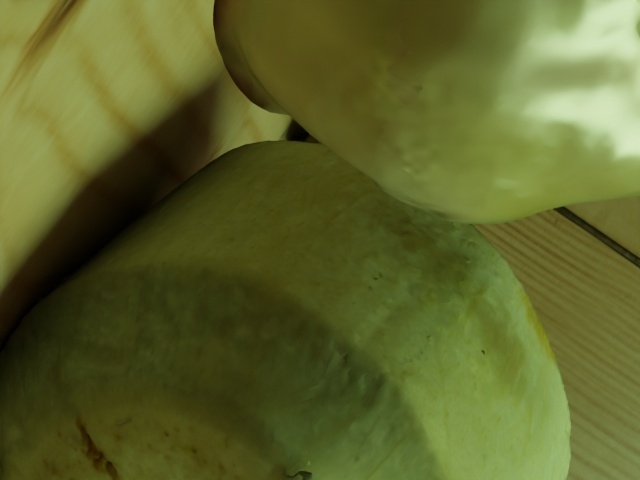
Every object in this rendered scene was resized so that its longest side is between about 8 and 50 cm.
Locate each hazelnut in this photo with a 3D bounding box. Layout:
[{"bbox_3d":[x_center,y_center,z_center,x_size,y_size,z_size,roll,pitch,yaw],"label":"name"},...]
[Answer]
[{"bbox_3d":[0.083,-0.130,0.600,0.261,0.261,0.241,-54,175,-17],"label":"hazelnut"}]

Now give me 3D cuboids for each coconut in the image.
[{"bbox_3d":[-0.022,0.105,0.892,0.323,0.323,0.323,-54,175,-8],"label":"coconut"}]

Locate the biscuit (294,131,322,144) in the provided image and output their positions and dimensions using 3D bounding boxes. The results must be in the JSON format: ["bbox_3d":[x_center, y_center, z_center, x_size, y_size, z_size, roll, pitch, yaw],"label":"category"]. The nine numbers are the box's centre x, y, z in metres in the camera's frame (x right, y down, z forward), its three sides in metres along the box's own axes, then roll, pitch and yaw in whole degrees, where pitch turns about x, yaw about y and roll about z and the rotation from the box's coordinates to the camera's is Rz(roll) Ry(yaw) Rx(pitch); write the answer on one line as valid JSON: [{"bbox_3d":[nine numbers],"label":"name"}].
[{"bbox_3d":[0.135,-0.081,1.245,0.335,0.329,0.078,-11,95,-82],"label":"biscuit"}]
